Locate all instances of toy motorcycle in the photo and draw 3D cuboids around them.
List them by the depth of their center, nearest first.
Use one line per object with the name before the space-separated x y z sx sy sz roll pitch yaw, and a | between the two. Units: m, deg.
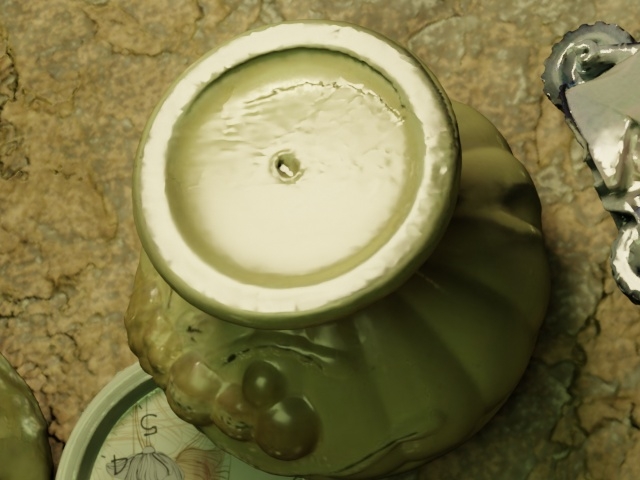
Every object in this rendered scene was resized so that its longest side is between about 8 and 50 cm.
toy motorcycle | 0.271 -0.081 1.190 0.204 0.108 0.239 -24 70 14

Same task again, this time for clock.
clock | -0.086 0.194 1.288 0.236 0.053 0.236 -4 75 17

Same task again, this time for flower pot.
flower pot | 0.000 0.000 1.172 0.308 0.244 0.307 -5 64 11

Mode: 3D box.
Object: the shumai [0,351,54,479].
shumai | -0.419 0.213 1.265 0.324 0.323 0.397 37 92 26
